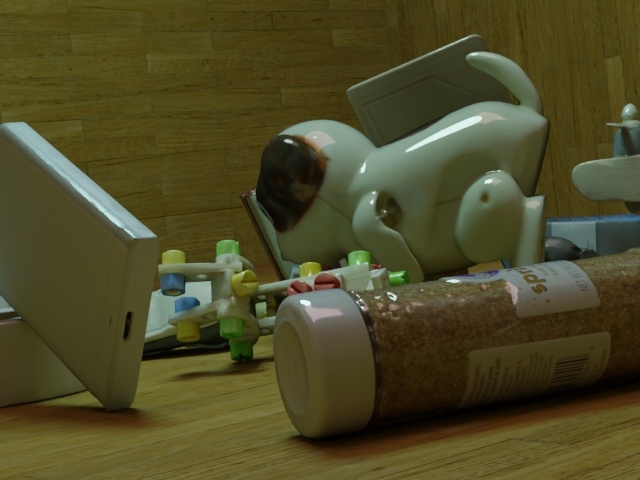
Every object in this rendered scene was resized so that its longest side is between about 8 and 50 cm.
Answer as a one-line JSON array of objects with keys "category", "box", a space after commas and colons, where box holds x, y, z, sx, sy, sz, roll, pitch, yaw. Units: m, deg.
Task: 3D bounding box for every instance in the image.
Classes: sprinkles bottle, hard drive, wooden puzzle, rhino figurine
[{"category": "sprinkles bottle", "box": [0.142, 0.085, 1.171, 0.355, 0.121, 0.121, -7, 2, -20]}, {"category": "hard drive", "box": [-0.281, 0.021, 1.483, 0.040, 0.203, 0.307, -8, 30, -38]}, {"category": "wooden puzzle", "box": [0.184, -0.164, 2.002, 0.221, 0.238, 0.044, -21, 19, 20]}, {"category": "rhino figurine", "box": [0.334, 0.019, 2.122, 0.243, 0.073, 0.106, 19, 2, 6]}]

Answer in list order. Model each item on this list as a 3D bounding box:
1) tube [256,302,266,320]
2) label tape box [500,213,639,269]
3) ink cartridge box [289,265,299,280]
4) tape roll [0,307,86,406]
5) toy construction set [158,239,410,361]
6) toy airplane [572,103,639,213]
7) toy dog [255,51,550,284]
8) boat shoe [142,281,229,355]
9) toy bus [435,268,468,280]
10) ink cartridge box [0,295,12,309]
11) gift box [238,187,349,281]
[{"category": "tube", "box": [-0.099, 0.116, 2.096, 0.062, 0.070, 0.240, -50, -18, 15]}, {"category": "label tape box", "box": [0.377, 0.011, 2.306, 0.334, 0.106, 0.240, -1, 2, 7]}, {"category": "ink cartridge box", "box": [0.000, 0.084, 2.094, 0.104, 0.061, 0.181, 13, 1, -1]}, {"category": "tape roll", "box": [-0.407, 0.142, 1.679, 0.286, 0.100, 0.286, -7, 3, 0]}, {"category": "toy construction set", "box": [-0.018, 0.071, 1.655, 0.328, 0.151, 0.215, 2, -19, 24]}, {"category": "toy airplane", "box": [0.641, -0.129, 2.070, 0.386, 0.384, 0.272, 33, 29, -3]}, {"category": "toy dog", "box": [0.110, -0.062, 1.891, 0.408, 0.395, 0.284, 2, 13, 10]}, {"category": "boat shoe", "box": [-0.260, 0.134, 1.931, 0.319, 0.116, 0.099, -13, -43, 13]}, {"category": "toy bus", "box": [0.183, 0.016, 2.125, 0.104, 0.191, 0.202, -5, -42, 23]}, {"category": "ink cartridge box", "box": [-0.538, 0.119, 1.883, 0.219, 0.160, 0.092, -7, 3, 15]}, {"category": "gift box", "box": [0.000, 0.000, 2.319, 0.276, 0.258, 0.255, -26, 5, -2]}]
